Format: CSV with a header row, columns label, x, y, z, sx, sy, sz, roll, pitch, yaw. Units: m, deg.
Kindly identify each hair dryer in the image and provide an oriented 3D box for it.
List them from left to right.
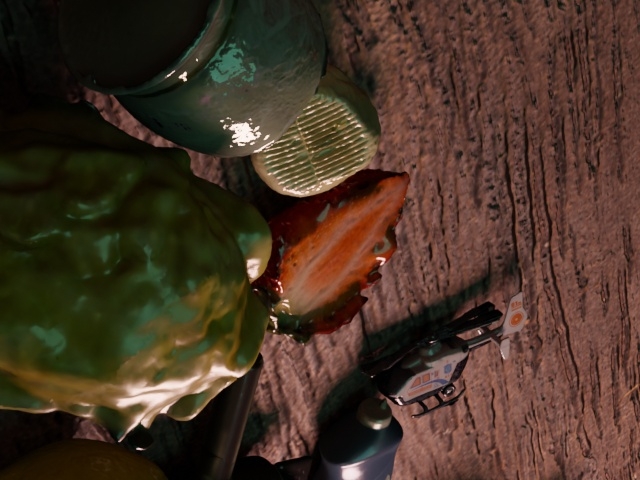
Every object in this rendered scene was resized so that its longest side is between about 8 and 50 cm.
label,x,y,z,sx,sy,sz,roll,pitch,yaw
hair dryer,-0.067,0.173,1.643,0.195,0.078,0.248,-8,126,-41

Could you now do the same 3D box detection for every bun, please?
label,x,y,z,sx,sy,sz,roll,pitch,yaw
bun,-0.010,-0.093,1.426,0.115,0.069,0.115,-9,126,-13

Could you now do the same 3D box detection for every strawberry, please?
label,x,y,z,sx,sy,sz,roll,pitch,yaw
strawberry,0.000,0.000,1.522,0.187,0.082,0.146,-46,150,-8

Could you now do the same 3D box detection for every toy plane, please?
label,x,y,z,sx,sy,sz,roll,pitch,yaw
toy plane,0.128,0.117,1.785,0.197,0.053,0.078,-23,131,-20

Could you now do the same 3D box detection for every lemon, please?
label,x,y,z,sx,sy,sz,roll,pitch,yaw
lemon,-0.215,0.263,1.492,0.248,0.184,0.184,-24,143,1

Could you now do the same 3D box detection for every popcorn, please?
label,x,y,z,sx,sy,sz,roll,pitch,yaw
popcorn,-0.176,0.026,1.254,0.286,0.215,0.252,16,158,-12

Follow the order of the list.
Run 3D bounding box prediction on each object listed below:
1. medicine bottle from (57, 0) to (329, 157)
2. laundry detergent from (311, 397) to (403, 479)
label,x,y,z,sx,sy,sz,roll,pitch,yaw
medicine bottle,-0.089,-0.144,1.232,0.147,0.147,0.143,-51,142,9
laundry detergent,0.033,0.240,1.804,0.096,0.061,0.206,-8,131,-30
